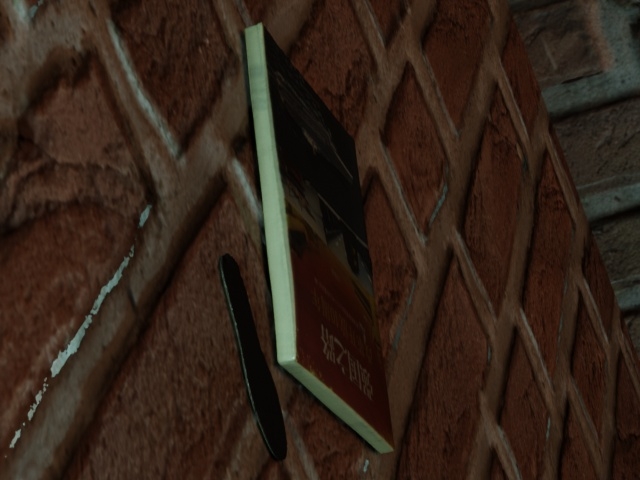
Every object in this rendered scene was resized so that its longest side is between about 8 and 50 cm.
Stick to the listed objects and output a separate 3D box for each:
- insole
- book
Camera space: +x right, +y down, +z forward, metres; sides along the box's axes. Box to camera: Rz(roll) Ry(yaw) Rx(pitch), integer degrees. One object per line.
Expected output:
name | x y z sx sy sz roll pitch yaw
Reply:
insole | -0.059 0.102 1.701 0.064 0.004 0.188 0 74 -72
book | 0.000 0.000 1.943 0.262 0.028 0.374 48 30 -57
